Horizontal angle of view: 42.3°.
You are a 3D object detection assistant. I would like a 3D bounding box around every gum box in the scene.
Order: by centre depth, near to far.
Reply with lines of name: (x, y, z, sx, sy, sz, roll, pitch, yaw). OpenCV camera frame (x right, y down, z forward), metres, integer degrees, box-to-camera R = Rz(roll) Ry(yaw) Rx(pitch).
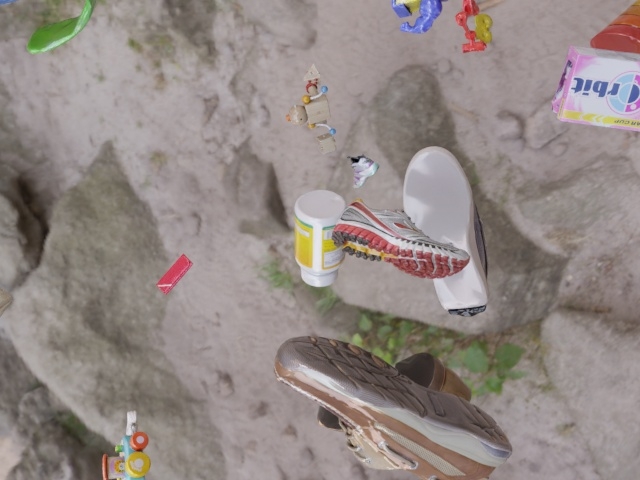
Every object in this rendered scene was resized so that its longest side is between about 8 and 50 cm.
gum box: (0.463, -0.235, 1.288, 0.189, 0.062, 0.107, 7, 117, -1)

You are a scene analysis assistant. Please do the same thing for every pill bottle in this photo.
pill bottle: (0.000, 0.000, 1.862, 0.118, 0.118, 0.208, 27, 137, 28)

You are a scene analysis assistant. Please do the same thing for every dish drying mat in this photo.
dish drying mat: (-0.288, 0.067, 1.630, 0.032, 0.008, 0.083, 43, 96, 21)

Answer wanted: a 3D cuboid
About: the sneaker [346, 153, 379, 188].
sneaker: (0.083, -0.163, 1.864, 0.069, 0.038, 0.098, 40, 138, -6)

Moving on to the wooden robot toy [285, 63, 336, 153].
wooden robot toy: (-0.026, -0.227, 1.472, 0.076, 0.079, 0.173, -121, 13, -45)

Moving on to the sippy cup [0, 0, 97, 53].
sippy cup: (-0.411, -0.358, 0.936, 0.224, 0.240, 0.305, -16, 100, 23)

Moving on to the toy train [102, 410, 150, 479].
toy train: (-0.218, 0.273, 0.886, 0.125, 0.046, 0.166, -162, 75, -64)

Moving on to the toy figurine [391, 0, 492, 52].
toy figurine: (0.192, -0.530, 1.572, 0.217, 0.191, 0.362, -3, 86, 28)

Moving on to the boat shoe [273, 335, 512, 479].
boat shoe: (0.079, 0.225, 1.009, 0.325, 0.123, 0.116, 28, 106, -12)

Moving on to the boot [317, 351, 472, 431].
boot: (0.113, 0.268, 1.347, 0.115, 0.112, 0.305, 31, 146, -28)

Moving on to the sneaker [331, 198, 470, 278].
sneaker: (0.137, -0.008, 1.343, 0.225, 0.092, 0.088, 20, 152, 1)

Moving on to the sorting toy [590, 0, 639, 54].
sorting toy: (0.624, -0.349, 1.329, 0.366, 0.127, 0.126, 13, 73, 48)

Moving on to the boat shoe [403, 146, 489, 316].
boat shoe: (0.239, -0.036, 1.545, 0.127, 0.158, 0.340, -8, 116, 16)

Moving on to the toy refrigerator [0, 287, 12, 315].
toy refrigerator: (-0.625, 0.154, 1.313, 0.094, 0.269, 0.102, 42, 121, -4)
